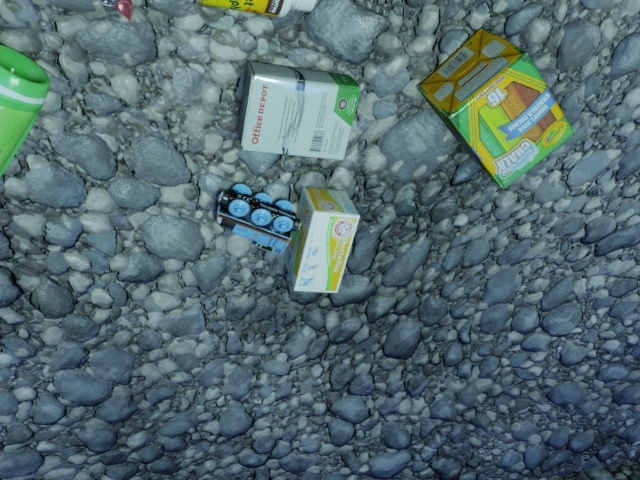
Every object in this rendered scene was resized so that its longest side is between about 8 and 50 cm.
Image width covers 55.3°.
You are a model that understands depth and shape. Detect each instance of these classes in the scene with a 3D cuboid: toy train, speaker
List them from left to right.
[{"bbox_3d":[-0.582,-0.180,1.036,0.131,0.131,0.296,30,111,-30],"label":"speaker"},{"bbox_3d":[-0.135,-0.045,1.279,0.184,0.080,0.105,19,128,-19],"label":"toy train"}]

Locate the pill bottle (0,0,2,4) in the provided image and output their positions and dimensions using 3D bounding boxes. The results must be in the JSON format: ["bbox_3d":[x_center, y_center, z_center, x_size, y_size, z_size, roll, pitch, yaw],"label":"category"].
[{"bbox_3d":[-0.604,-0.393,0.886,0.245,0.130,0.130,25,113,-28],"label":"pill bottle"}]

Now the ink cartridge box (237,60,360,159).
[{"bbox_3d":[-0.046,-0.246,1.168,0.208,0.087,0.153,4,122,-19],"label":"ink cartridge box"}]

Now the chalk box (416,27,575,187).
[{"bbox_3d":[0.366,-0.243,1.232,0.180,0.179,0.289,-41,124,13],"label":"chalk box"}]

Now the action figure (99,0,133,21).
[{"bbox_3d":[-0.332,-0.512,0.888,0.275,0.248,0.370,-42,138,-29],"label":"action figure"}]

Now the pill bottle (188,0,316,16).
[{"bbox_3d":[-0.113,-0.437,1.004,0.214,0.117,0.117,3,122,-17],"label":"pill bottle"}]

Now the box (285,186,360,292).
[{"bbox_3d":[0.000,0.000,1.330,0.103,0.114,0.203,4,120,-19],"label":"box"}]
